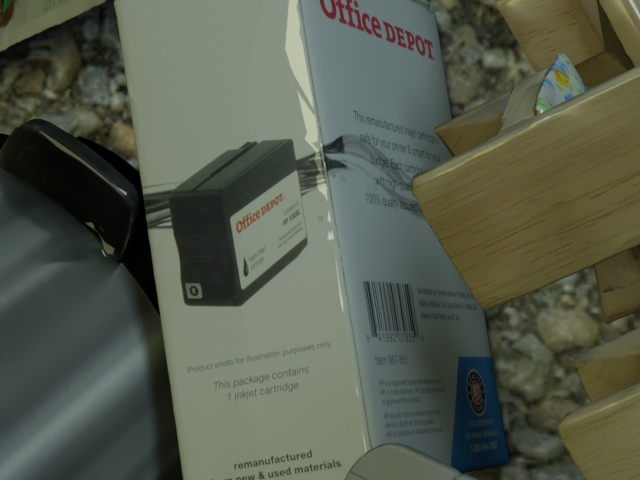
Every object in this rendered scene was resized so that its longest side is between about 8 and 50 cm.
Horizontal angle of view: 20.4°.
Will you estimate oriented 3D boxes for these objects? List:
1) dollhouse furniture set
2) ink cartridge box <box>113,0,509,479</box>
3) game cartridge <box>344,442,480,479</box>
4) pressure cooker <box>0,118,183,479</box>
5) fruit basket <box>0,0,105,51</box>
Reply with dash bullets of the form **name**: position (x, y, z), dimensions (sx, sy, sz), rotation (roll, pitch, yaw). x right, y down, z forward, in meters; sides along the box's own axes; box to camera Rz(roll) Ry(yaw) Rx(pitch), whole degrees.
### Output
- **dollhouse furniture set**: position (0.274, 0.006, 0.903), dimensions (0.256, 0.362, 0.394), rotation (-26, 104, 22)
- **ink cartridge box**: position (0.000, 0.000, 1.088), dimensions (0.129, 0.223, 0.307), rotation (-12, 82, 24)
- **game cartridge**: position (0.153, 0.202, 0.892), dimensions (0.297, 0.198, 0.062), rotation (26, 72, 30)
- **pressure cooker**: position (-0.261, 0.134, 1.092), dimensions (0.370, 0.420, 0.375), rotation (-7, 110, 30)
- **fruit basket**: position (-0.193, -0.292, 1.177), dimensions (0.353, 0.165, 0.327), rotation (-7, 76, 54)
